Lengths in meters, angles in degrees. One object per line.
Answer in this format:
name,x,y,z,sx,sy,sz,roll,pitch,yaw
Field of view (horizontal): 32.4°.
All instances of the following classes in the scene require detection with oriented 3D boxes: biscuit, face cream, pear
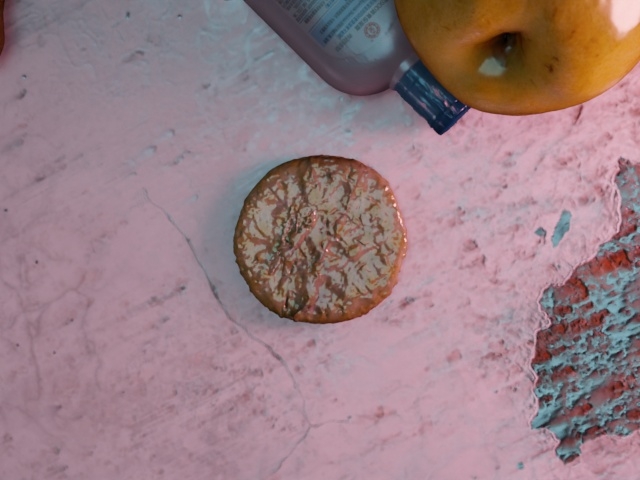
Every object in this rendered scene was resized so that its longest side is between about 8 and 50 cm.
biscuit,0.000,0.000,1.351,0.220,0.033,0.220,0,91,9
face cream,0.046,-0.263,1.311,0.336,0.080,0.163,45,97,6
pear,0.223,-0.289,1.168,0.314,0.314,0.314,0,92,10

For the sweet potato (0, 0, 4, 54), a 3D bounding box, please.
sweet potato,-0.421,-0.398,1.386,0.106,0.095,0.354,28,113,52
